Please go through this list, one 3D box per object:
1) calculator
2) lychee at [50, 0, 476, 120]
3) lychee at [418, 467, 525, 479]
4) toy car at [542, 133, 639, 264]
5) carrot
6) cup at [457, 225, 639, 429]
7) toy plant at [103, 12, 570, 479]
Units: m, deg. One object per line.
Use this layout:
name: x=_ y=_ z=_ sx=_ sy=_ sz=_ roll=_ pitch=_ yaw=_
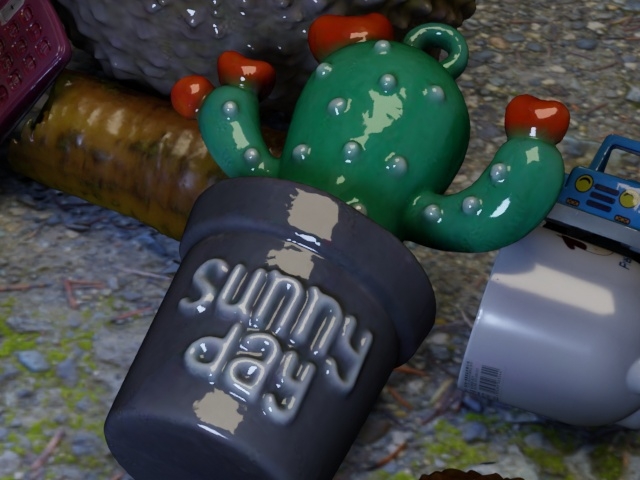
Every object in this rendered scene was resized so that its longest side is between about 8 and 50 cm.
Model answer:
calculator: x=-0.278 y=-0.119 z=1.264 sx=0.034 sy=0.190 sz=0.126 roll=35 pitch=16 yaw=-43
lychee: x=-0.056 y=-0.292 z=1.334 sx=0.432 sy=0.380 sz=0.380 roll=17 pitch=38 yaw=-14
lychee: x=0.085 y=0.231 z=0.879 sx=0.238 sy=0.200 sz=0.200 roll=28 pitch=42 yaw=0
toy car: x=0.249 y=-0.022 z=1.209 sx=0.097 sy=0.100 sz=0.191 roll=20 pitch=-2 yaw=30
carrot: x=-0.110 y=-0.056 z=1.242 sx=0.302 sy=0.114 sz=0.114 roll=20 pitch=41 yaw=14
cup: x=0.189 y=0.073 z=1.149 sx=0.142 sy=0.173 sz=0.134 roll=18 pitch=75 yaw=9
toy plant: x=0.011 y=0.000 z=1.076 sx=0.279 sy=0.185 sz=0.400 roll=0 pitch=50 yaw=38
